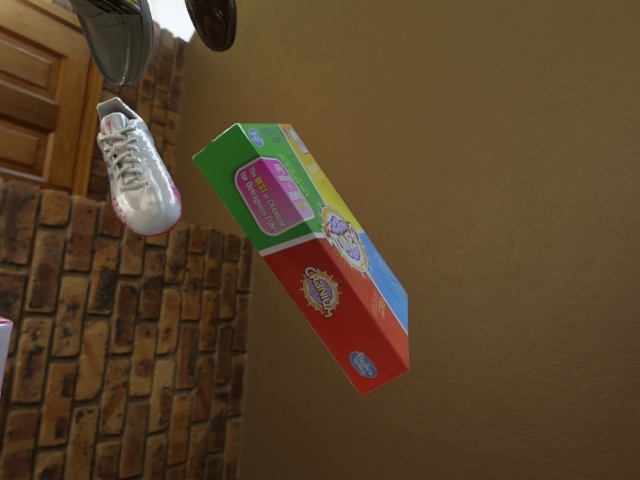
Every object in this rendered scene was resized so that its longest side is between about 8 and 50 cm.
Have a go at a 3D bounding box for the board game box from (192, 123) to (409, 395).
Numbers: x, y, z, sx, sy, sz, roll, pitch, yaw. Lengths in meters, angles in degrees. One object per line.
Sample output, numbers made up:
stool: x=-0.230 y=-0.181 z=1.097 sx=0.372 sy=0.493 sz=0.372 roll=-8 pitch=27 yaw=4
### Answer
board game box: x=0.000 y=0.000 z=0.612 sx=0.064 sy=0.242 sz=0.316 roll=-33 pitch=-83 yaw=16

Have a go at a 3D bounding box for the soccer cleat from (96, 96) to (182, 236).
soccer cleat: x=-0.348 y=-0.141 z=0.869 sx=0.116 sy=0.143 sz=0.331 roll=-26 pitch=-131 yaw=-11

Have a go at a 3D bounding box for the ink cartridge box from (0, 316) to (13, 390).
ink cartridge box: x=-0.443 y=0.134 z=0.495 sx=0.218 sy=0.092 sz=0.158 roll=12 pitch=-88 yaw=19

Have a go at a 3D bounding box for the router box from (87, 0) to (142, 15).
router box: x=-0.205 y=-0.273 z=0.452 sx=0.038 sy=0.122 sz=0.092 roll=0 pitch=-75 yaw=-5

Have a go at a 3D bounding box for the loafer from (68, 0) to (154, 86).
loafer: x=-0.284 y=-0.328 z=0.596 sx=0.112 sy=0.319 sz=0.111 roll=23 pitch=-128 yaw=9

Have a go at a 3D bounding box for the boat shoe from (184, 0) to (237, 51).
boat shoe: x=-0.208 y=-0.461 z=0.848 sx=0.095 sy=0.257 sz=0.095 roll=-9 pitch=-145 yaw=0
